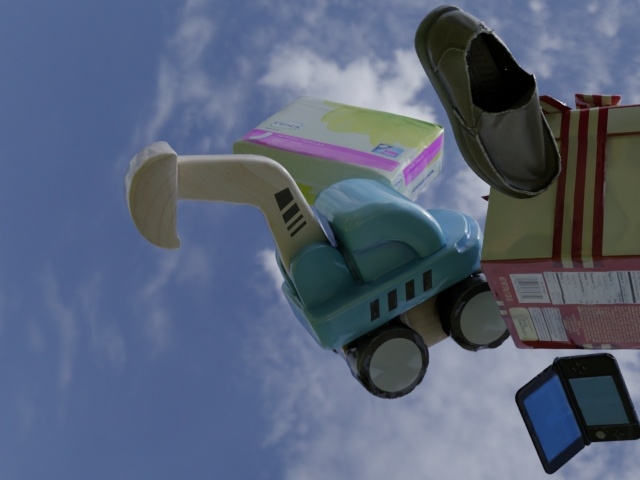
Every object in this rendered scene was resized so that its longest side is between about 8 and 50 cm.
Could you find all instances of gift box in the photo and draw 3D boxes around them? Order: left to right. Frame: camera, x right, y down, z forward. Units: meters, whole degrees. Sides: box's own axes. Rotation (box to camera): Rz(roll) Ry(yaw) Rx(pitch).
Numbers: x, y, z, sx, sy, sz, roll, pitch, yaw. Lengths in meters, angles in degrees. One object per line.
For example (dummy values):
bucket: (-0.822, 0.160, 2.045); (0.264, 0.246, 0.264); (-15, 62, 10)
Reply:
gift box: (0.321, -0.030, 1.267); (0.276, 0.255, 0.258); (2, -124, 20)

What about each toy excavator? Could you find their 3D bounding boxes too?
toy excavator: (0.000, 0.000, 1.400); (0.445, 0.433, 0.222); (66, -9, -21)

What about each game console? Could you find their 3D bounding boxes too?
game console: (0.350, 0.236, 1.359); (0.124, 0.085, 0.144); (-11, -66, 34)

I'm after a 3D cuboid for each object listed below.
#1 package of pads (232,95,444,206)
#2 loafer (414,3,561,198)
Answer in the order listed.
package of pads: (0.033, -0.141, 1.661); (0.296, 0.229, 0.101); (16, -56, 24)
loafer: (0.188, -0.135, 1.073); (0.094, 0.251, 0.087); (-44, -151, -6)
